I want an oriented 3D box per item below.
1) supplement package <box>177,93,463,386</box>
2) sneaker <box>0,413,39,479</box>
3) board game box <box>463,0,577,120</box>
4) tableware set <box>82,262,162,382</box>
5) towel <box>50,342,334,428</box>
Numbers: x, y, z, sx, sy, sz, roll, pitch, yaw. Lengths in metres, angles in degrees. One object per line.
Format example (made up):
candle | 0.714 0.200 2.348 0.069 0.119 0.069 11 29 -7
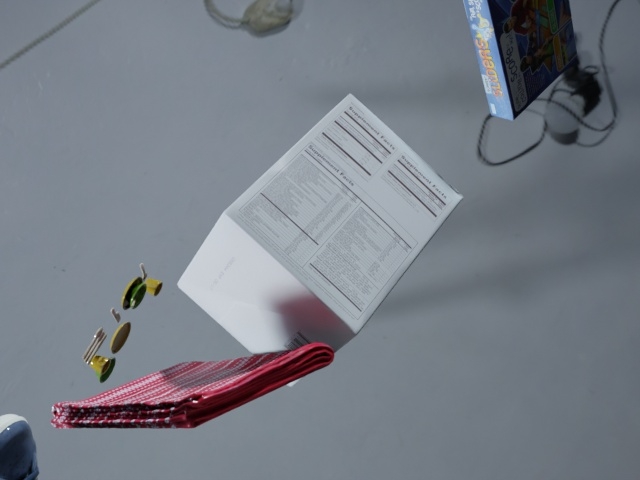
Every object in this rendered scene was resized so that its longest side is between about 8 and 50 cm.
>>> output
supplement package | 0.000 0.000 0.995 0.198 0.199 0.262 42 54 0
sneaker | -0.380 0.399 1.050 0.148 0.131 0.350 12 108 19
board game box | 0.228 -0.257 0.908 0.136 0.035 0.201 -42 132 -22
tableware set | -0.256 0.112 1.058 0.024 0.104 0.154 23 65 9
towel | -0.141 0.154 0.853 0.199 0.275 0.031 -15 91 -46
